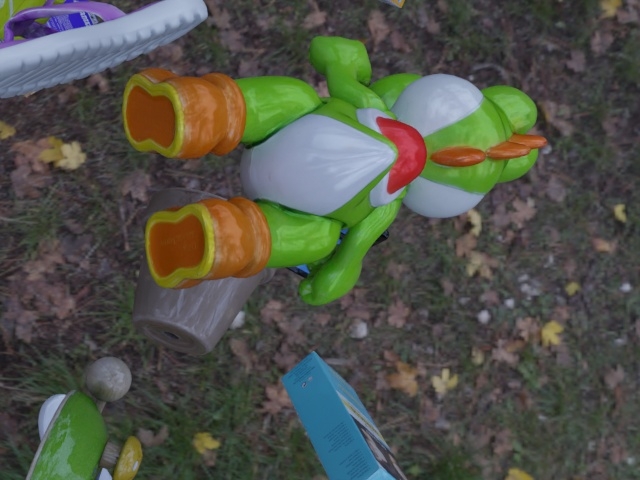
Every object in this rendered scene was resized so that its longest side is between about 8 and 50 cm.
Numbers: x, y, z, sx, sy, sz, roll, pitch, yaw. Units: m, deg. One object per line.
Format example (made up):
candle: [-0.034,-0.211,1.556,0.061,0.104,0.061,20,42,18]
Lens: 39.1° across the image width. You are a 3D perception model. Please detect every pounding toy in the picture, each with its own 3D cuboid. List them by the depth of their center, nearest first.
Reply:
pounding toy: [-0.246,0.255,0.996,0.110,0.237,0.183,19,112,-3]

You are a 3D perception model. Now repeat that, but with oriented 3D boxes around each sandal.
sandal: [-0.325,-0.275,1.181,0.416,0.169,0.102,-32,98,-49]

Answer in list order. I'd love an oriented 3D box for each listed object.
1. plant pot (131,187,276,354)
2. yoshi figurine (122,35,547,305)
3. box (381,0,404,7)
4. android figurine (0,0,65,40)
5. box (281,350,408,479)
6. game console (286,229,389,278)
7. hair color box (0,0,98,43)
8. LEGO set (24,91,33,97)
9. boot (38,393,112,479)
plant pot: [-0.221,0.069,1.595,0.263,0.263,0.229,37,59,-32]
yoshi figurine: [0.016,-0.069,0.751,0.362,0.204,0.203,-11,52,-34]
box: [0.049,-0.320,1.095,0.136,0.081,0.028,14,103,-59]
android figurine: [-0.418,-0.397,1.313,0.056,0.272,0.248,23,43,-44]
box: [0.034,0.242,1.100,0.060,0.244,0.100,-41,122,3]
game console: [0.000,0.000,1.039,0.122,0.107,0.071,29,73,-11]
hair color box: [-0.522,-0.354,1.614,0.339,0.185,0.110,-79,145,-75]
LEGO set: [-0.574,-0.301,1.382,0.107,0.132,0.287,-49,129,1]
boot: [-0.412,0.362,1.469,0.095,0.123,0.258,-33,113,-42]
